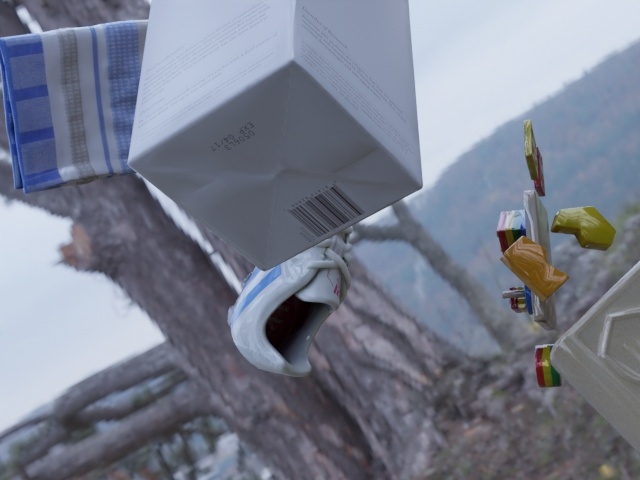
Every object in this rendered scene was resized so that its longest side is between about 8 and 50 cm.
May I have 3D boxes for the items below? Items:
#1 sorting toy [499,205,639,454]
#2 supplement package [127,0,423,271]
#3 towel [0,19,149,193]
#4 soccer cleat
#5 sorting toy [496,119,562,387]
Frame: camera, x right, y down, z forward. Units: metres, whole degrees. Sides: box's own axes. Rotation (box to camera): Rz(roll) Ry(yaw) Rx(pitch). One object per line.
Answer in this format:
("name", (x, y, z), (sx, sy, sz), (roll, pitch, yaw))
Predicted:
("sorting toy", (0.334, 0.082, 1.208), (0.229, 0.307, 0.041), (-40, -12, -20))
("supplement package", (-0.034, -0.158, 1.074), (0.178, 0.175, 0.293), (-28, 41, 28))
("towel", (-0.284, -0.182, 1.635), (0.285, 0.209, 0.034), (-14, 16, -38))
("soccer cleat", (0.000, 0.000, 1.402), (0.116, 0.331, 0.143), (14, 10, -34))
("sorting toy", (0.215, 0.016, 1.295), (0.046, 0.274, 0.132), (-6, -10, 15))
